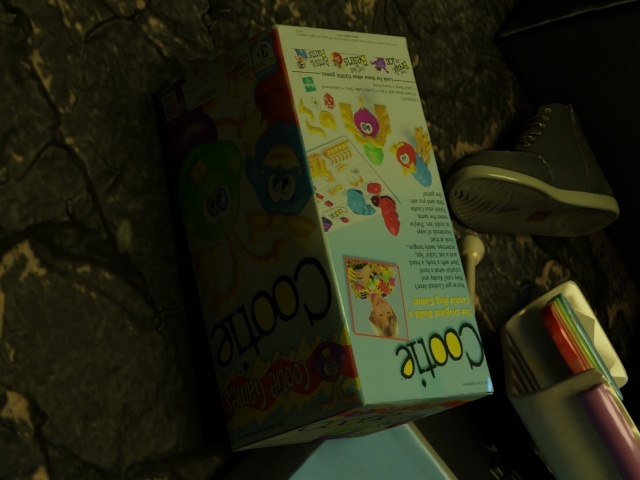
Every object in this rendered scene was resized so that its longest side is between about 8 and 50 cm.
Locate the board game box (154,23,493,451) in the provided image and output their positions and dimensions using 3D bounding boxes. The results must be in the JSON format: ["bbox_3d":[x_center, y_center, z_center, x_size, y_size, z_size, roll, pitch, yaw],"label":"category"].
[{"bbox_3d":[0.000,0.000,1.380,0.144,0.142,0.275,0,72,-46],"label":"board game box"}]

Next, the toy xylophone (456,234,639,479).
[{"bbox_3d":[0.203,0.108,1.607,0.236,0.081,0.323,58,9,-17],"label":"toy xylophone"}]

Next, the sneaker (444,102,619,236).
[{"bbox_3d":[0.179,-0.073,1.744,0.222,0.083,0.118,11,54,-48],"label":"sneaker"}]

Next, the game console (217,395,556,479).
[{"bbox_3d":[0.081,0.263,1.442,0.342,0.060,0.386,55,38,-5],"label":"game console"}]

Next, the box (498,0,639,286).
[{"bbox_3d":[0.495,-0.179,1.955,0.480,0.297,0.472,57,47,-23],"label":"box"}]

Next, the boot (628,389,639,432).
[{"bbox_3d":[0.405,0.260,1.863,0.348,0.131,0.260,50,35,-15],"label":"boot"}]
